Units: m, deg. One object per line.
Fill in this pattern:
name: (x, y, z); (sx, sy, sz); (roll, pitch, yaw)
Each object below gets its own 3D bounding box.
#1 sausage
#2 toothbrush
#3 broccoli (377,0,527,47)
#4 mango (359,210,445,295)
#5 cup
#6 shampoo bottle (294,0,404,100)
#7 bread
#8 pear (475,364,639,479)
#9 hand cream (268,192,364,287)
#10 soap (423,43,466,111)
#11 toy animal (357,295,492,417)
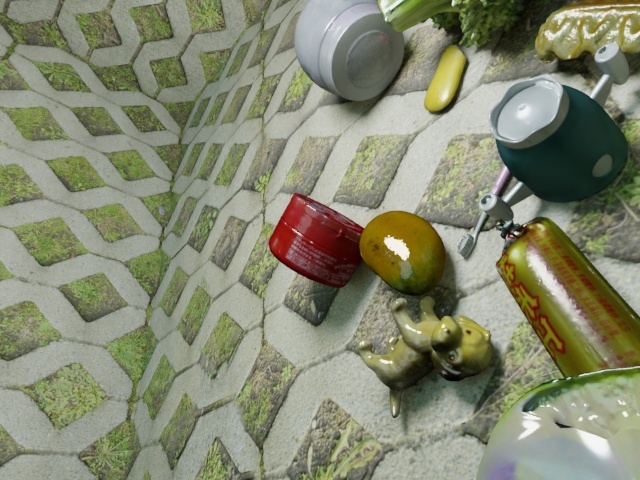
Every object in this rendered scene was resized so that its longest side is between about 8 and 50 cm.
sausage: (0.337, 0.072, 0.578); (0.125, 0.117, 0.318); (96, 164, -45)
toothbrush: (0.331, -0.099, 0.774); (0.020, 0.025, 0.287); (32, 96, 55)
broccoli: (0.298, -0.573, 0.887); (0.317, 0.277, 0.339); (5, 68, 47)
mango: (0.168, 0.020, 0.824); (0.151, 0.120, 0.221); (-35, 36, -7)
cup: (0.357, -0.166, 0.649); (0.300, 0.173, 0.167); (-56, 35, 15)
shampoo bottle: (0.075, -0.549, 1.161); (0.273, 0.273, 0.266); (-51, 48, 21)
bread: (0.467, -0.349, 0.667); (0.128, 0.088, 0.232); (-41, 31, -12)
pear: (0.357, 0.316, 0.371); (0.398, 0.165, 0.399); (-29, 49, 40)
hand cream: (0.000, 0.000, 0.983); (0.230, 0.230, 0.150); (40, 105, 54)
soap: (0.298, -0.384, 0.976); (0.089, 0.033, 0.169); (21, 88, 53)
toy animal: (0.179, 0.189, 0.734); (0.233, 0.121, 0.169); (-46, 50, 31)
